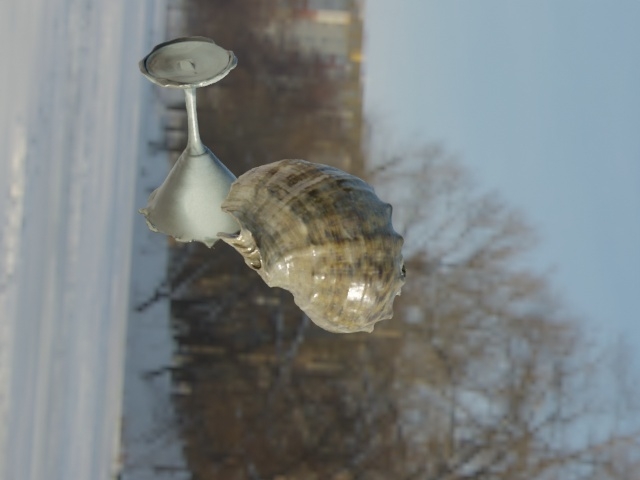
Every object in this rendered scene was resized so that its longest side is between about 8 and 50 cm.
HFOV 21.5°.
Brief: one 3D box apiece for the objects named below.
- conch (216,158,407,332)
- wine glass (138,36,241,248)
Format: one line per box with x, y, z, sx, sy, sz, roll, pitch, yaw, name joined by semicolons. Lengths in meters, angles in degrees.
0.015;-0.002;2.046;0.291;0.159;0.210;27;56;-51;conch
-0.158;-0.129;2.126;0.156;0.156;0.232;-94;-179;-54;wine glass
